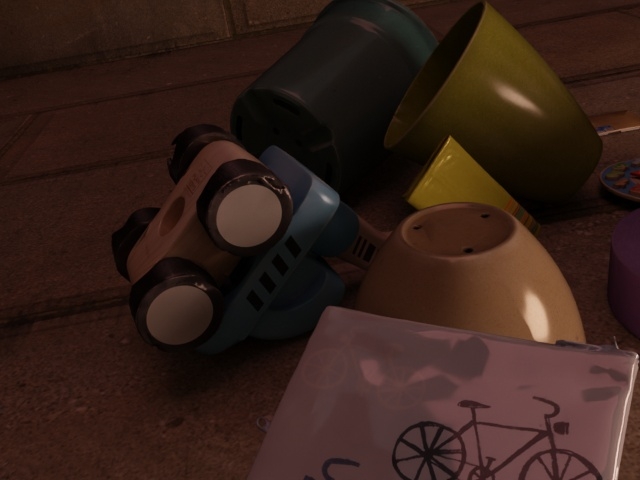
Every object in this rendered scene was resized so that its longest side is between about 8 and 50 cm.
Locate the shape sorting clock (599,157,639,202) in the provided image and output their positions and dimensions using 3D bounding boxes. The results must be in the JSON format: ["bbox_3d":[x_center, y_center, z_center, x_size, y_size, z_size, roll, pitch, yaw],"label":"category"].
[{"bbox_3d":[0.576,-0.102,1.115,0.206,0.040,0.206,-7,28,4],"label":"shape sorting clock"}]

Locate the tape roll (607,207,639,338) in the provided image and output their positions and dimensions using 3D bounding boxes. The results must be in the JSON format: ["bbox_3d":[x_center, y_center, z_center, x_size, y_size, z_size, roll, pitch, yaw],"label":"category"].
[{"bbox_3d":[0.503,0.041,0.821,0.275,0.090,0.275,-7,27,4],"label":"tape roll"}]

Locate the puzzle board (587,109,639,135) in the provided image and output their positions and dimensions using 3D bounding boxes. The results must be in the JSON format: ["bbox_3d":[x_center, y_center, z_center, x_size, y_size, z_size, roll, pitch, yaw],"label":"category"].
[{"bbox_3d":[0.605,-0.244,1.401,0.128,0.011,0.096,-11,29,-1],"label":"puzzle board"}]

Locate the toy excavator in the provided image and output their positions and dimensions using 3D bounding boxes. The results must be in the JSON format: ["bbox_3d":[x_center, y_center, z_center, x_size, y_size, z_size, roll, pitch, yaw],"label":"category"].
[{"bbox_3d":[0.000,0.000,0.946,0.433,0.445,0.222,-54,34,5],"label":"toy excavator"}]

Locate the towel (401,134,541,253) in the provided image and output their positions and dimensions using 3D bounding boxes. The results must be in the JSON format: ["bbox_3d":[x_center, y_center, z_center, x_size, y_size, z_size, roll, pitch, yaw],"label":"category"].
[{"bbox_3d":[0.207,-0.035,0.890,0.102,0.237,0.021,-57,35,-3],"label":"towel"}]

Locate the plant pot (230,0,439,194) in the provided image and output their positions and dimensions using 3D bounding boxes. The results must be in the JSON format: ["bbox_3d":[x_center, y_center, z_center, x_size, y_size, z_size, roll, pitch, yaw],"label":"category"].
[{"bbox_3d":[0.025,-0.253,1.296,0.341,0.341,0.334,12,43,34],"label":"plant pot"}]

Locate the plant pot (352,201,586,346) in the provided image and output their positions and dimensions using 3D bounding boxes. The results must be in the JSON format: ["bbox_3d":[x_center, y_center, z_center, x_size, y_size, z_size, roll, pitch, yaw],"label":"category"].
[{"bbox_3d":[0.160,0.068,0.769,0.284,0.191,0.284,-8,29,4],"label":"plant pot"}]

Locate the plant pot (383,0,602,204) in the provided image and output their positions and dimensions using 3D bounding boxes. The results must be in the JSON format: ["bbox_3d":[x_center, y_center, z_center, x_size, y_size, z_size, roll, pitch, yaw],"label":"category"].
[{"bbox_3d":[0.301,-0.190,1.096,0.293,0.275,0.275,31,30,-8],"label":"plant pot"}]

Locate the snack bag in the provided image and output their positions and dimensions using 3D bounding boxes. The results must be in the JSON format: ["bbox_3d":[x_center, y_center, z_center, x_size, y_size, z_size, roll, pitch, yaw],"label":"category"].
[{"bbox_3d":[0.076,0.213,0.572,0.323,0.037,0.342,6,54,29],"label":"snack bag"}]
